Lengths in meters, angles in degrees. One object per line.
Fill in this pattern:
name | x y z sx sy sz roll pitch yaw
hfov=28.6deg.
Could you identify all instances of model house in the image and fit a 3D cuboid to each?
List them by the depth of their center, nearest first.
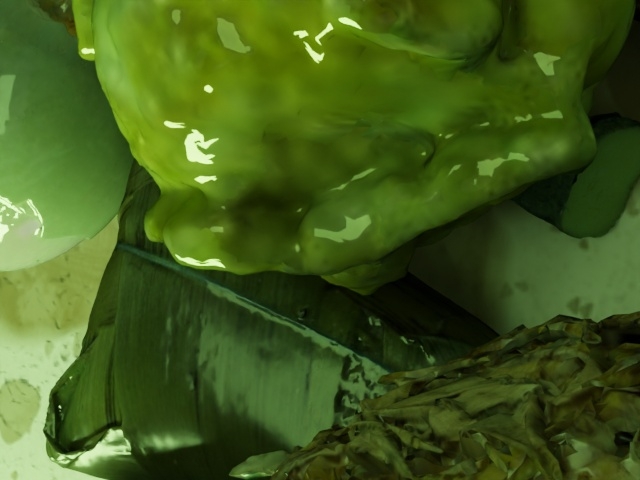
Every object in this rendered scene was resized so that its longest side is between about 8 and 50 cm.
model house | 0.155 -0.054 0.803 0.083 0.066 0.079 40 119 45

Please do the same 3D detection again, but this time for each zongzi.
zongzi | 0.000 0.000 0.849 0.323 0.160 0.360 5 77 20

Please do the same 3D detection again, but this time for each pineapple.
pineapple | 0.116 0.200 0.575 0.352 0.352 0.300 -21 99 28

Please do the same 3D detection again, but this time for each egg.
egg | -0.225 -0.078 0.953 0.183 0.183 0.217 41 107 26

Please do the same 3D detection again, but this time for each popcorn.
popcorn | 0.021 -0.119 0.703 0.312 0.312 0.312 -2 86 31

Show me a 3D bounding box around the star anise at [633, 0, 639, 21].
star anise | 0.265 -0.125 0.695 0.190 0.126 0.220 -38 46 24
